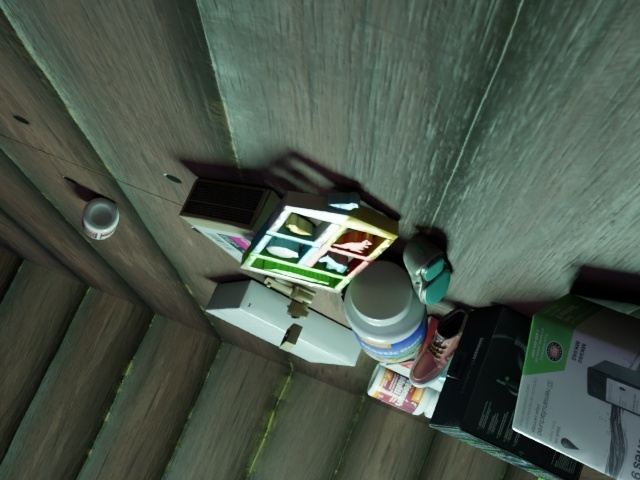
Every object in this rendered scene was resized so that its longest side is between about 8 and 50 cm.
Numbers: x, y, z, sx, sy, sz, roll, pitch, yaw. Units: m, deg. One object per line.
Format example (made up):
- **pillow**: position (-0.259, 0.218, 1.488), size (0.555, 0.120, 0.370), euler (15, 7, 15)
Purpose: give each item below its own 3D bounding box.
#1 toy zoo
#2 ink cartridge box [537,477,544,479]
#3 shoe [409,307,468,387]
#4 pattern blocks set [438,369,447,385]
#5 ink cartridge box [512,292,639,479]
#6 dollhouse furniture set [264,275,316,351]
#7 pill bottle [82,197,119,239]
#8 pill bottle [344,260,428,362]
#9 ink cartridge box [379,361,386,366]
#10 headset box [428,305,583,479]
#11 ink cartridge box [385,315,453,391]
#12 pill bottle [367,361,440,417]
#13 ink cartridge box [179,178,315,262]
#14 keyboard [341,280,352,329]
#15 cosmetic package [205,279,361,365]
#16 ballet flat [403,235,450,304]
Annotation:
- **toy zoo**: position (0.000, 0.000, 1.375), size (0.192, 0.030, 0.293), euler (15, 150, -17)
- **ink cartridge box**: position (0.555, 0.553, 2.173), size (0.097, 0.255, 0.189), euler (20, 164, 11)
- **shoe**: position (0.236, 0.212, 1.665), size (0.063, 0.178, 0.081), euler (41, 173, 35)
- **pattern blocks set**: position (0.389, 0.360, 1.785), size (0.285, 0.026, 0.325), euler (2, 146, 30)
- **ink cartridge box**: position (0.453, 0.232, 1.232), size (0.289, 0.211, 0.121), euler (21, -155, 38)
- **dollhouse furniture set**: position (-0.100, 0.174, 2.041), size (0.123, 0.151, 0.144), euler (24, 162, -4)
- **pill bottle**: position (-0.542, -0.050, 2.046), size (0.086, 0.086, 0.152), euler (26, 164, -12)
- **pill bottle**: position (0.126, 0.134, 1.584), size (0.152, 0.152, 0.272), euler (19, 165, 16)
- **ink cartridge box**: position (0.331, 0.365, 2.224), size (0.324, 0.071, 0.330), euler (25, 163, -10)
- **headset box**: position (0.370, 0.286, 1.566), size (0.283, 0.246, 0.131), euler (26, 164, -14)
- **ink cartridge box**: position (0.314, 0.284, 1.886), size (0.273, 0.114, 0.197), euler (24, 164, -9)
- **pill bottle**: position (0.261, 0.446, 2.484), size (0.221, 0.121, 0.121), euler (23, 165, -1)
- **ink cartridge box**: position (-0.114, -0.016, 1.552), size (0.193, 0.088, 0.234), euler (12, 160, 39)
- **keyboard**: position (0.063, 0.132, 1.755), size (0.023, 0.108, 0.180), euler (-5, 159, 8)
- **cosmetic package**: position (-0.103, 0.235, 2.351), size (0.377, 0.097, 0.284), euler (29, 165, -21)
- **ballet flat**: position (0.178, 0.046, 1.413), size (0.068, 0.072, 0.213), euler (47, 173, 23)
